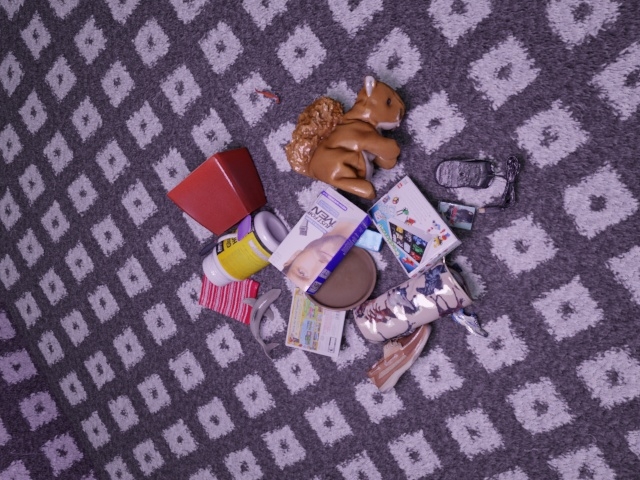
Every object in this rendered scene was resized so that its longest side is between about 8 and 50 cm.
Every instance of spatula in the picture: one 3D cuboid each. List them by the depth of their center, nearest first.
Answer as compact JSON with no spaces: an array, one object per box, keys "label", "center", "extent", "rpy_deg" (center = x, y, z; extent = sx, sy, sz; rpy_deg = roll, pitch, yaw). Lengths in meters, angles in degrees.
[{"label":"spatula","center":[-0.358,-0.006,1.532],"extent":[0.296,0.030,0.084],"rpy_deg":[-26,49,27]}]

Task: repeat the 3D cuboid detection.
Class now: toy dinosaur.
[{"label":"toy dinosaur","center":[-0.195,-0.547,1.560],"extent":[0.082,0.090,0.047],"rpy_deg":[41,129,44]}]

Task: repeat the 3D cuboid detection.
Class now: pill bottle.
[{"label":"pill bottle","center":[-0.296,0.043,1.607],"extent":[0.334,0.188,0.188],"rpy_deg":[-32,85,21]}]

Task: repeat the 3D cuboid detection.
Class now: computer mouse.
[{"label":"computer mouse","center":[0.510,-0.182,1.351],"extent":[0.262,0.060,0.184],"rpy_deg":[0,106,19]}]

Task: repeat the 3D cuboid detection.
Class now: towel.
[{"label":"towel","center":[-0.395,0.230,1.755],"extent":[0.274,0.031,0.199],"rpy_deg":[18,102,18]}]

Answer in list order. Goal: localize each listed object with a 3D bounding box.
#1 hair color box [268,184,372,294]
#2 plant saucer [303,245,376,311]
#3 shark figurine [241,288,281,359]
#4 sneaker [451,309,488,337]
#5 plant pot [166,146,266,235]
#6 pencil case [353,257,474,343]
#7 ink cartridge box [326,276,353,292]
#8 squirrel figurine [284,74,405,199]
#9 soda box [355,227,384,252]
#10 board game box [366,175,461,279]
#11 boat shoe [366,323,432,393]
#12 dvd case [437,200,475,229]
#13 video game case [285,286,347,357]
[{"label":"hair color box","center":[0.000,0.000,1.432],"extent":[0.185,0.110,0.339],"rpy_deg":[38,92,20]},{"label":"plant saucer","center":[0.064,0.129,1.494],"extent":[0.277,0.041,0.278],"rpy_deg":[-3,63,5]},{"label":"shark figurine","center":[-0.248,0.333,1.649],"extent":[0.166,0.116,0.278],"rpy_deg":[3,94,0]},{"label":"sneaker","center":[0.520,0.281,1.406],"extent":[0.135,0.052,0.058],"rpy_deg":[36,104,12]},{"label":"plant pot","center":[-0.367,-0.177,1.583],"extent":[0.267,0.267,0.236],"rpy_deg":[-32,98,21]},{"label":"pencil case","center":[0.301,0.214,1.411],"extent":[0.410,0.160,0.183],"rpy_deg":[-32,70,24]},{"label":"ink cartridge box","center":[0.030,0.201,1.562],"extent":[0.190,0.082,0.140],"rpy_deg":[25,105,14]},{"label":"squirrel figurine","center":[0.086,-0.365,1.374],"extent":[0.397,0.281,0.370],"rpy_deg":[23,98,14]},{"label":"soda box","center":[0.129,-0.024,1.503],"extent":[0.210,0.067,0.071],"rpy_deg":[19,102,17]},{"label":"board game box","center":[0.302,-0.048,1.371],"extent":[0.193,0.053,0.305],"rpy_deg":[-42,53,21]},{"label":"boat shoe","center":[0.278,0.409,1.478],"extent":[0.116,0.123,0.324],"rpy_deg":[38,107,14]},{"label":"dvd case","center":[0.454,-0.086,1.384],"extent":[0.119,0.013,0.087],"rpy_deg":[14,126,21]},{"label":"video game case","center":[-0.015,0.301,1.518],"extent":[0.206,0.026,0.227],"rpy_deg":[10,96,14]}]
